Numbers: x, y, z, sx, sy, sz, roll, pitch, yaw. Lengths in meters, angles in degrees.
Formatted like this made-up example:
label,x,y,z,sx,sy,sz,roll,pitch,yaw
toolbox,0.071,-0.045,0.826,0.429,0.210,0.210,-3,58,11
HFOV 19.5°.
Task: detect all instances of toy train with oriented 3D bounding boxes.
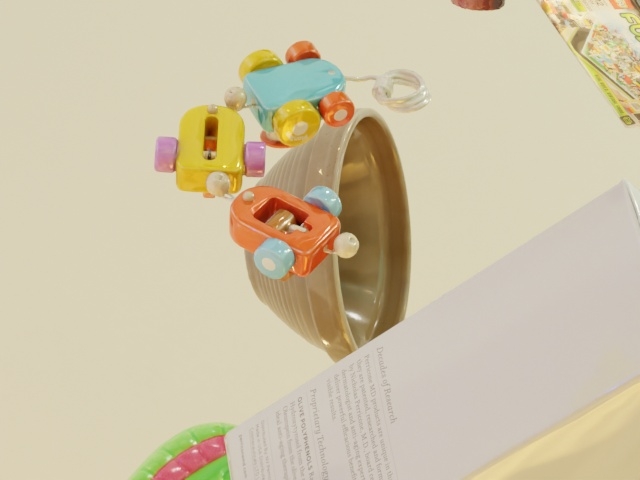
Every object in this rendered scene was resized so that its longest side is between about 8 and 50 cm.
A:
label,x,y,z,sx,sy,sz,roll,pitch,yaw
toy train,-0.015,-0.037,0.971,0.166,0.125,0.046,-53,-22,-43

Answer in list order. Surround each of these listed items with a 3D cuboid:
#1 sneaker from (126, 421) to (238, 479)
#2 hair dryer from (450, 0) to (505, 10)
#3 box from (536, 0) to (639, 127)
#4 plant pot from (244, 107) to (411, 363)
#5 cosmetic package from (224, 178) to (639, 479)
label,x,y,z,sx,sy,sz,roll,pitch,yaw
sneaker,-0.214,0.340,1.548,0.483,0.185,0.202,-27,-28,-26
hair dryer,0.077,-0.242,1.121,0.224,0.080,0.293,-62,-26,-19
box,0.309,-0.192,1.849,0.207,0.114,0.036,48,-121,-35
plant pot,0.000,0.000,1.697,0.237,0.109,0.237,-2,-90,-72
cosmetic package,0.134,0.142,1.298,0.365,0.155,0.197,-34,-45,24
